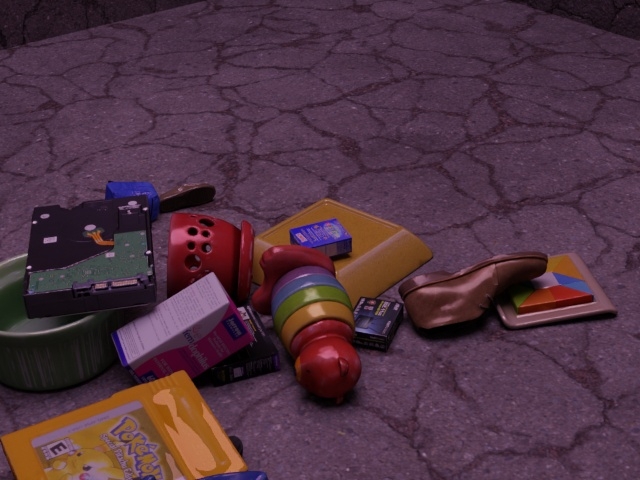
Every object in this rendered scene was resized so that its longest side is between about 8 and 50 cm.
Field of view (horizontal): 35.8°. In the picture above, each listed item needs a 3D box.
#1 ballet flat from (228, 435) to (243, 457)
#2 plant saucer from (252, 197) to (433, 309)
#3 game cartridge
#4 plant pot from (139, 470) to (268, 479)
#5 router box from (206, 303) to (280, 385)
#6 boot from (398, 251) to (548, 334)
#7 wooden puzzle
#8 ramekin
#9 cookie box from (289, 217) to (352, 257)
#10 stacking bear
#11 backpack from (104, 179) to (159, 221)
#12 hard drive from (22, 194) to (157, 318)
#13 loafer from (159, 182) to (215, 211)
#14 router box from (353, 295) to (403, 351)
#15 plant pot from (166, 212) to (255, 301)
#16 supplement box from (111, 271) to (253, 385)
[{"bbox_3d":[-0.168,0.389,1.600,0.057,0.049,0.173,29,40,-1],"label":"ballet flat"},{"bbox_3d":[0.023,0.015,2.163,0.333,0.081,0.333,23,39,35],"label":"plant saucer"},{"bbox_3d":[-0.306,0.352,1.560,0.324,0.052,0.285,-20,41,-23],"label":"game cartridge"},{"bbox_3d":[-0.180,0.456,1.300,0.212,0.236,0.236,1,30,20],"label":"plant pot"},{"bbox_3d":[-0.167,0.197,1.904,0.133,0.046,0.179,-12,32,-16],"label":"router box"},{"bbox_3d":[0.316,0.106,1.961,0.305,0.112,0.115,-16,62,-5],"label":"boot"},{"bbox_3d":[0.459,0.092,2.032,0.239,0.044,0.221,-6,31,-5],"label":"wooden puzzle"},{"bbox_3d":[-0.519,0.152,1.908,0.303,0.148,0.303,-2,30,1],"label":"ramekin"},{"bbox_3d":[0.000,0.000,2.072,0.107,0.040,0.092,-13,32,-17],"label":"cookie box"},{"bbox_3d":[-0.010,0.165,1.832,0.164,0.175,0.289,-2,42,-19],"label":"stacking bear"},{"bbox_3d":[-0.442,-0.082,2.353,0.120,0.098,0.101,-6,38,-30],"label":"backpack"},{"bbox_3d":[-0.439,0.024,1.908,0.237,0.064,0.339,-8,30,-9],"label":"hard drive"},{"bbox_3d":[-0.331,-0.114,2.430,0.148,0.056,0.050,-14,39,-18],"label":"loafer"},{"bbox_3d":[0.104,0.162,1.948,0.092,0.038,0.122,9,33,18],"label":"router box"},{"bbox_3d":[-0.226,0.043,2.041,0.174,0.191,0.191,5,30,-6],"label":"plant pot"},{"bbox_3d":[-0.251,0.176,1.814,0.220,0.111,0.114,-33,36,-4],"label":"supplement box"}]
